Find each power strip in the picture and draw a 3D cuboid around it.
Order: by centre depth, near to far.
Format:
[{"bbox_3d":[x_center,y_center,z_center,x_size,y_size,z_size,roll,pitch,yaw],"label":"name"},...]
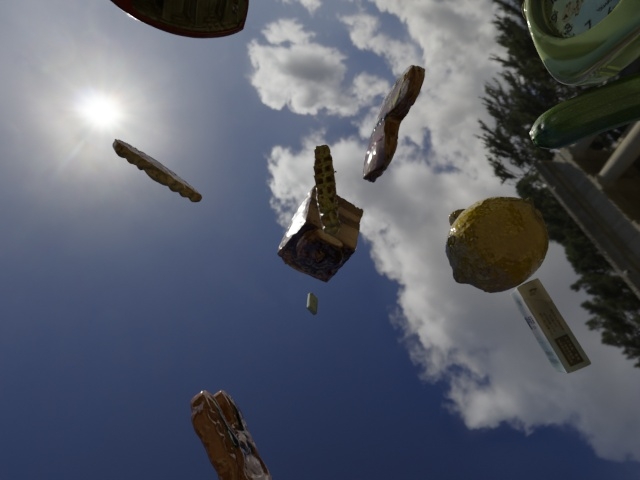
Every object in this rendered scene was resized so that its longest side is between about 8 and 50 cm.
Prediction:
[{"bbox_3d":[-0.026,0.211,1.383,0.040,0.016,0.090,50,-161,-21],"label":"power strip"}]

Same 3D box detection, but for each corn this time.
[{"bbox_3d":[0.581,-0.086,1.609,0.238,0.080,0.080,-8,-133,-39],"label":"corn"}]

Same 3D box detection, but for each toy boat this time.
[{"bbox_3d":[-0.286,-0.486,0.830,0.079,0.136,0.392,28,-148,19],"label":"toy boat"}]

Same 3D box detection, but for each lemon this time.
[{"bbox_3d":[0.374,0.007,0.886,0.192,0.231,0.192,36,-167,-10],"label":"lemon"}]

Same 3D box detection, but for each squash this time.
[{"bbox_3d":[0.441,-0.202,0.636,0.219,0.077,0.068,-16,-143,23],"label":"squash"}]

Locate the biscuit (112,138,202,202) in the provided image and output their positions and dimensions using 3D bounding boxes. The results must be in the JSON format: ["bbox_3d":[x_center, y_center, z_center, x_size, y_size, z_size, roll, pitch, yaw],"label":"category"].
[{"bbox_3d":[-0.390,-0.167,0.975,0.033,0.224,0.144,-53,-139,0],"label":"biscuit"}]

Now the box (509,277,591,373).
[{"bbox_3d":[0.619,0.232,1.134,0.067,0.155,0.243,-27,-109,8],"label":"box"}]

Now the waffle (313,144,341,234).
[{"bbox_3d":[0.012,-0.098,0.794,0.046,0.161,0.192,-6,-164,2],"label":"waffle"}]

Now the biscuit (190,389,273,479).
[{"bbox_3d":[-0.132,0.423,0.750,0.047,0.202,0.334,-30,-113,-3],"label":"biscuit"}]

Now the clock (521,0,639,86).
[{"bbox_3d":[0.468,-0.447,0.706,0.096,0.235,0.308,-7,-110,-24],"label":"clock"}]

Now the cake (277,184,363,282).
[{"bbox_3d":[0.000,0.000,1.254,0.196,0.199,0.293,31,-145,-13],"label":"cake"}]

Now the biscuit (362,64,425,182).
[{"bbox_3d":[0.179,-0.302,1.088,0.052,0.262,0.277,17,-95,-8],"label":"biscuit"}]
